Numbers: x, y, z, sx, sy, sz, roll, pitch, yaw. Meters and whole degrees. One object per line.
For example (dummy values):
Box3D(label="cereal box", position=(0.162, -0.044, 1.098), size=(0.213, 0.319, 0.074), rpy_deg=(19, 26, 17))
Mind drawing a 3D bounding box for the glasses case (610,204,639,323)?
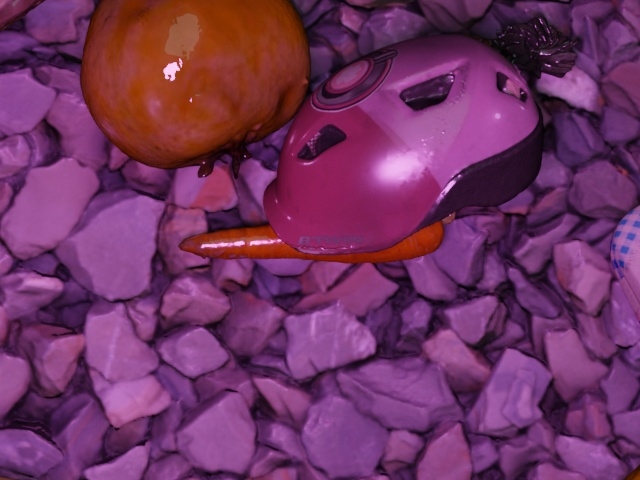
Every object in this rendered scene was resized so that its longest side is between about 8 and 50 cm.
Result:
Box3D(label="glasses case", position=(0.377, 0.102, 1.767), size=(0.125, 0.076, 0.327), rpy_deg=(-22, 70, -15))

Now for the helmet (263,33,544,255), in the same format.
Box3D(label="helmet", position=(0.071, -0.100, 1.732), size=(0.253, 0.154, 0.198), rpy_deg=(-7, 30, -7))

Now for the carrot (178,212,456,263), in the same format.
Box3D(label="carrot", position=(0.000, 0.000, 1.777), size=(0.257, 0.061, 0.061), rpy_deg=(-9, 67, -5))

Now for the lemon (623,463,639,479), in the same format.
Box3D(label="lemon", position=(0.356, 0.305, 1.541), size=(0.336, 0.336, 0.336), rpy_deg=(3, 65, -6))

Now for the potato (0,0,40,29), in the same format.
Box3D(label="potato", position=(-0.462, -0.208, 1.583), size=(0.442, 0.385, 0.319), rpy_deg=(-41, 99, -17))

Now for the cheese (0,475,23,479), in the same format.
Box3D(label="cheese", position=(-0.304, 0.295, 1.556), size=(0.316, 0.128, 0.259), rpy_deg=(-4, 64, -12))

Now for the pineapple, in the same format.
Box3D(label="pineapple", position=(0.171, -0.172, 1.874), size=(0.159, 0.074, 0.074), rpy_deg=(-15, 68, -20))

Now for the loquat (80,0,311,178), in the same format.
Box3D(label="loquat", position=(-0.114, -0.156, 1.763), size=(0.213, 0.213, 0.213), rpy_deg=(3, 65, -6))
